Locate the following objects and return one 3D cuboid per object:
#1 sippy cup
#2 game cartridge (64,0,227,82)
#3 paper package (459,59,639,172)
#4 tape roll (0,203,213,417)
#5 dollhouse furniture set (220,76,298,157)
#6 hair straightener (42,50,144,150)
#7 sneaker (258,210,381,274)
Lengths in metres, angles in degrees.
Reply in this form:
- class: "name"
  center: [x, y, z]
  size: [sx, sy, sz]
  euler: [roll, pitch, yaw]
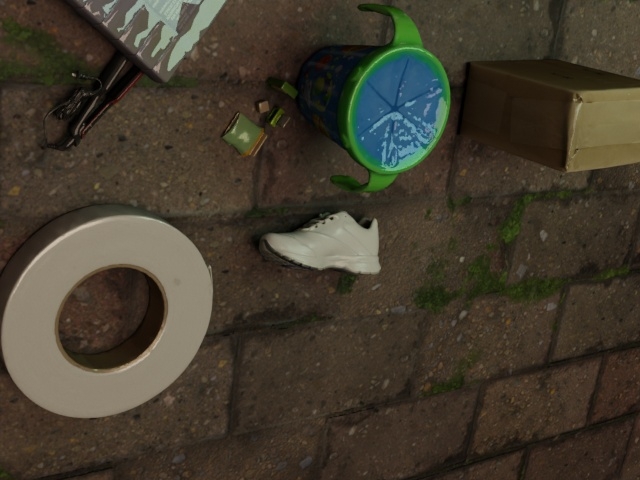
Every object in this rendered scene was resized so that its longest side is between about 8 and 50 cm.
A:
- class: "sippy cup"
  center: [0.079, -0.260, 1.646]
  size: [0.305, 0.224, 0.240]
  euler: [-54, 130, -6]
- class: "game cartridge"
  center: [-0.232, -0.454, 1.423]
  size: [0.230, 0.068, 0.355]
  euler: [44, 74, -44]
- class: "paper package"
  center: [0.510, -0.271, 1.894]
  size: [0.310, 0.325, 0.168]
  euler: [-9, 114, -33]
- class: "tape roll"
  center: [-0.375, 0.126, 1.578]
  size: [0.392, 0.072, 0.391]
  euler: [-15, 117, -32]
- class: "dollhouse furniture set"
  center: [-0.105, -0.221, 1.635]
  size: [0.076, 0.059, 0.151]
  euler: [36, 86, -40]
- class: "hair straightener"
  center: [-0.376, -0.238, 1.444]
  size: [0.230, 0.047, 0.089]
  euler: [-48, 130, -4]
- class: "sneaker"
  center: [0.000, 0.000, 1.799]
  size: [0.297, 0.111, 0.129]
  euler: [5, 91, -42]
